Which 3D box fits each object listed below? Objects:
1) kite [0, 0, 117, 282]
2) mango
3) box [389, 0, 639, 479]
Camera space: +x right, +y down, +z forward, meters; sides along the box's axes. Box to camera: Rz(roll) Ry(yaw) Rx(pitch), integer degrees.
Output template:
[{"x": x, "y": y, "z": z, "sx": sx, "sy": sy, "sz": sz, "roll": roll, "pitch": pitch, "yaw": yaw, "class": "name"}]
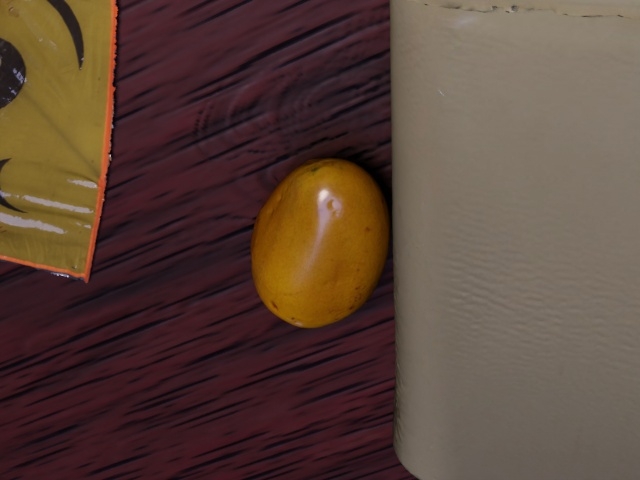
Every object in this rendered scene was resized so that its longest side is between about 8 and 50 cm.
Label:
[{"x": -0.231, "y": -0.112, "z": 0.816, "sx": 0.327, "sy": 0.013, "sz": 0.377, "roll": -30, "pitch": 119, "yaw": 25, "class": "kite"}, {"x": 0.000, "y": 0.000, "z": 0.848, "sx": 0.080, "sy": 0.060, "sz": 0.114, "roll": 6, "pitch": 125, "yaw": -2, "class": "mango"}, {"x": 0.205, "y": -0.038, "z": 0.731, "sx": 0.352, "sy": 0.177, "sz": 0.343, "roll": 2, "pitch": 131, "yaw": 4, "class": "box"}]
